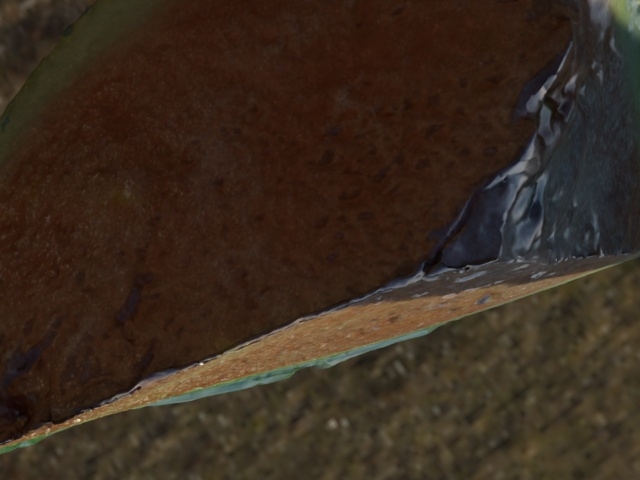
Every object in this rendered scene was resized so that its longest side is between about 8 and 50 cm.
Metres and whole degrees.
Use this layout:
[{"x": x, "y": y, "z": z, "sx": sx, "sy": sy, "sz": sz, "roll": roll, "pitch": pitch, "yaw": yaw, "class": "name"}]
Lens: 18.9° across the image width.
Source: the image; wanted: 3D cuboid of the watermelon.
[{"x": 0.001, "y": -0.010, "z": 0.571, "sx": 0.231, "sy": 0.128, "sz": 0.146, "roll": -22, "pitch": 154, "yaw": 11, "class": "watermelon"}]
